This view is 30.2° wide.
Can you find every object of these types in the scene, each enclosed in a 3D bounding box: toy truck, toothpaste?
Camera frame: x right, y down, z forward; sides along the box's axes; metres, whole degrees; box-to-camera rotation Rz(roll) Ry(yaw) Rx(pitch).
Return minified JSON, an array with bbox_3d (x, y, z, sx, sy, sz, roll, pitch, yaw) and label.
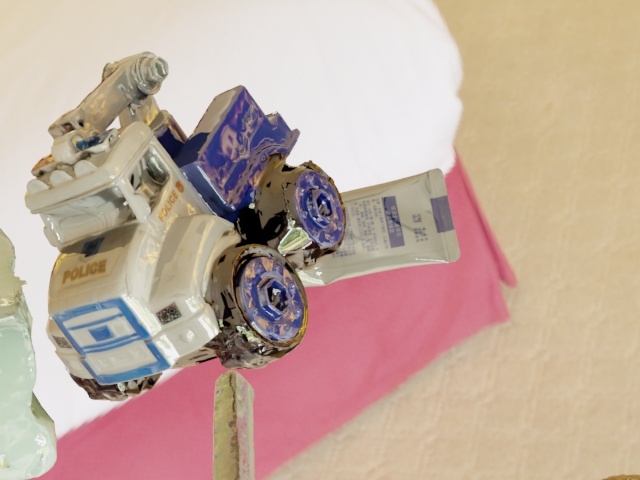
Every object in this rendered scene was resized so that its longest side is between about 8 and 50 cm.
[{"bbox_3d":[-0.099,-0.014,0.754,0.161,0.177,0.213,-17,31,31],"label":"toy truck"},{"bbox_3d":[0.000,0.000,1.178,0.266,0.061,0.096,-12,80,2],"label":"toothpaste"}]

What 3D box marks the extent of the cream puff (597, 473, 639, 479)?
[{"bbox_3d":[0.269,0.312,1.120,0.183,0.169,0.183,0,76,-2],"label":"cream puff"}]

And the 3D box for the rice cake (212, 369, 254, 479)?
[{"bbox_3d":[-0.076,0.195,1.041,0.033,0.033,0.207,-32,34,19],"label":"rice cake"}]

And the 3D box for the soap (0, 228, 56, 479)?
[{"bbox_3d":[-0.170,0.010,0.381,0.115,0.063,0.198,-11,31,-32],"label":"soap"}]
